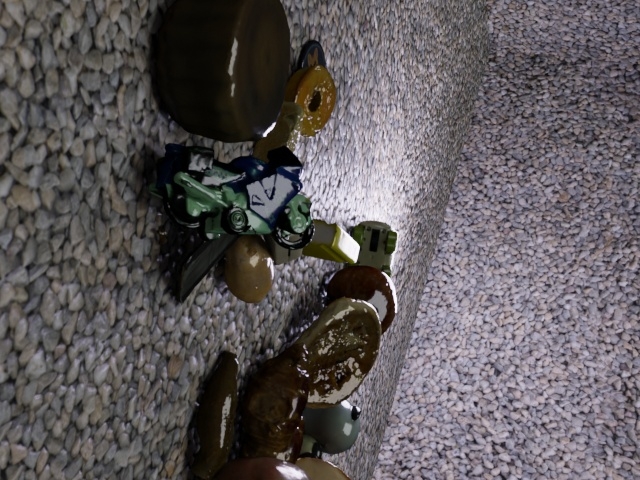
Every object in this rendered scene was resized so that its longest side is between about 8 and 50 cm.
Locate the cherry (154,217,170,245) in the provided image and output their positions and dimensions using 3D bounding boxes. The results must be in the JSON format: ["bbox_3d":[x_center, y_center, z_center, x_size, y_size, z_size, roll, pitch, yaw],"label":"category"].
[{"bbox_3d":[-0.234,-0.065,1.537,0.225,0.090,0.107,-41,-179,-26],"label":"cherry"}]

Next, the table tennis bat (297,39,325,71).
[{"bbox_3d":[-0.020,-0.388,2.026,0.150,0.027,0.236,-51,144,-50],"label":"table tennis bat"}]

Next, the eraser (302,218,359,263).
[{"bbox_3d":[0.000,0.000,2.088,0.226,0.158,0.069,39,61,-69],"label":"eraser"}]

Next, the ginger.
[{"bbox_3d":[-0.102,0.438,2.045,0.274,0.152,0.357,-27,127,-66],"label":"ginger"}]

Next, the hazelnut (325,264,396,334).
[{"bbox_3d":[0.128,0.182,2.430,0.218,0.234,0.218,-48,-177,4],"label":"hazelnut"}]

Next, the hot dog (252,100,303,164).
[{"bbox_3d":[-0.104,-0.201,1.806,0.073,0.084,0.242,69,37,-63],"label":"hot dog"}]

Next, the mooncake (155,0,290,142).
[{"bbox_3d":[-0.169,-0.321,1.444,0.290,0.161,0.290,9,90,-72],"label":"mooncake"}]

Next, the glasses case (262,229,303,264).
[{"bbox_3d":[-0.091,-0.037,1.733,0.313,0.070,0.131,100,-32,-78],"label":"glasses case"}]

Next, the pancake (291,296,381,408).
[{"bbox_3d":[0.045,0.324,2.275,0.356,0.065,0.356,-21,125,-34],"label":"pancake"}]

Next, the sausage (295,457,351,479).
[{"bbox_3d":[-0.050,0.748,2.134,0.233,0.233,0.287,-55,170,-50],"label":"sausage"}]

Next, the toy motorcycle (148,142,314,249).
[{"bbox_3d":[-0.143,-0.094,1.467,0.331,0.125,0.196,12,75,-35],"label":"toy motorcycle"}]

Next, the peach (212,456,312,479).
[{"bbox_3d":[-0.139,0.611,1.823,0.247,0.292,0.292,-79,167,-48],"label":"peach"}]

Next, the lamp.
[{"bbox_3d":[0.008,0.573,2.393,0.244,0.197,0.198,-46,147,-26],"label":"lamp"}]

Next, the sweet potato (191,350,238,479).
[{"bbox_3d":[-0.234,0.384,1.781,0.112,0.085,0.286,143,-46,-67],"label":"sweet potato"}]

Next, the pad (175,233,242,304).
[{"bbox_3d":[-0.205,0.009,1.570,0.233,0.022,0.174,-51,171,-29],"label":"pad"}]

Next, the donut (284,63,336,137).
[{"bbox_3d":[-0.035,-0.335,1.925,0.178,0.065,0.162,-50,140,-34],"label":"donut"}]

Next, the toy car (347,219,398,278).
[{"bbox_3d":[0.171,0.037,2.647,0.235,0.145,0.235,9,90,-87],"label":"toy car"}]

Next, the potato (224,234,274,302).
[{"bbox_3d":[-0.158,0.056,1.752,0.118,0.109,0.178,-38,140,-28],"label":"potato"}]
